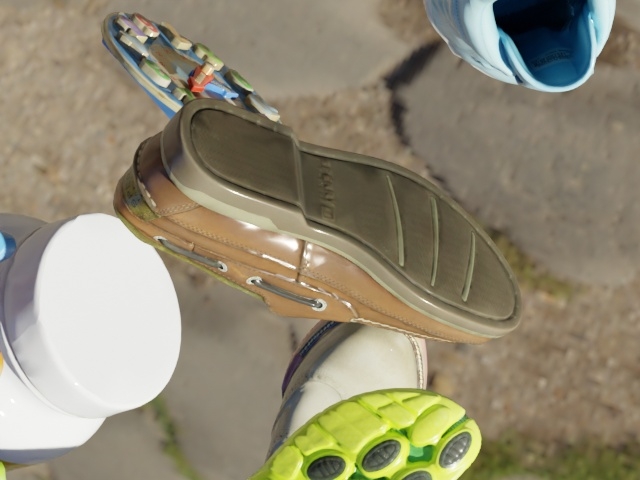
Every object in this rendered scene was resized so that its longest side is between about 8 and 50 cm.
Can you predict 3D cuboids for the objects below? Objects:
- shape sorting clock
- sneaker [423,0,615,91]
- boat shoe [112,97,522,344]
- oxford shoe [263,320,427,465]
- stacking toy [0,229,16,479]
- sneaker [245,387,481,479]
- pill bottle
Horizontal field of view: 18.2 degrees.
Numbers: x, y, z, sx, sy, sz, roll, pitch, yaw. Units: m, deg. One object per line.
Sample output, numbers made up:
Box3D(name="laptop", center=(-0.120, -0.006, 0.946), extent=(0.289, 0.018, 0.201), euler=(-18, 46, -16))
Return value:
Box3D(name="shape sorting clock", center=(-0.115, -0.149, 1.862), extent=(0.206, 0.206, 0.040), euler=(36, 109, -14))
Box3D(name="sneaker", center=(0.141, -0.157, 1.416), extent=(0.135, 0.150, 0.366), euler=(-13, 162, 8))
Box3D(name="boat shoe", center=(0.000, 0.000, 1.406), extent=(0.307, 0.110, 0.104), euler=(28, 133, -24))
Box3D(name="oxford shoe", center=(0.008, 0.230, 1.939), extent=(0.140, 0.146, 0.397), euler=(17, 128, 0))
Box3D(name="stacking toy", center=(-0.246, 0.149, 1.184), extent=(0.166, 0.175, 0.302), euler=(-17, 87, 36))
Box3D(name="sneaker", center=(0.003, 0.206, 1.664), extent=(0.295, 0.123, 0.109), euler=(-32, 83, 20))
Box3D(name="pill bottle", center=(-0.271, 0.086, 1.491), extent=(0.334, 0.188, 0.188), euler=(-16, 127, 37))
